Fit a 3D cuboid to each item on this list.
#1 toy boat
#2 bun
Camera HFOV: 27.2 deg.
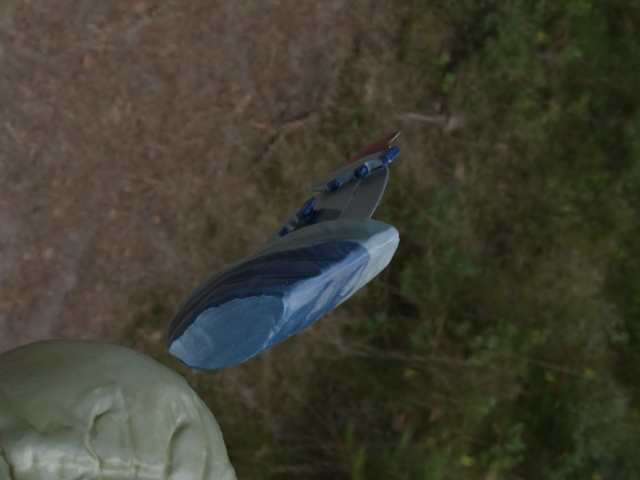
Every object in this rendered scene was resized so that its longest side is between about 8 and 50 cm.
[{"bbox_3d":[0.003,0.000,0.508,0.149,0.105,0.034,-39,104,-32],"label":"toy boat"},{"bbox_3d":[-0.150,0.179,0.814,0.229,0.145,0.229,-15,118,-30],"label":"bun"}]
